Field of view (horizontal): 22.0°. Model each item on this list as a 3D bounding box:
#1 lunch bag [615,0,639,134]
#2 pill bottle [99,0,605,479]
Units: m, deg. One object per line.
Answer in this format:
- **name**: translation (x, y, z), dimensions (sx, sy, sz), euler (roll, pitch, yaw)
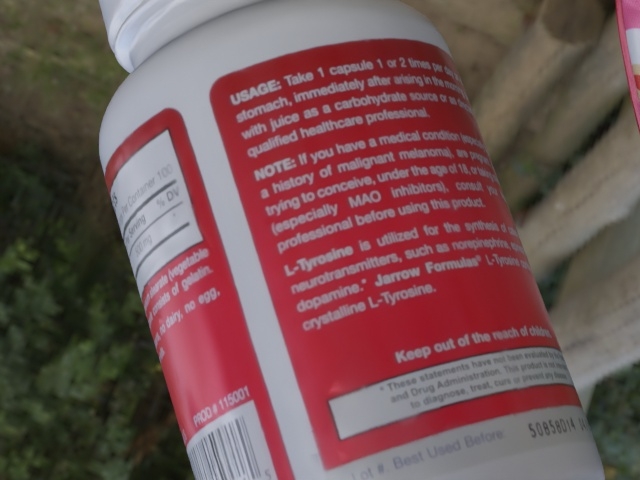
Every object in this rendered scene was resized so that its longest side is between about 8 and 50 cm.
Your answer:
- **lunch bag**: translation (0.262, -0.048, 0.622), dimensions (0.120, 0.293, 0.258), euler (25, 135, 60)
- **pill bottle**: translation (0.000, 0.000, 0.998), dimensions (0.229, 0.408, 0.229), euler (-17, 165, -5)
